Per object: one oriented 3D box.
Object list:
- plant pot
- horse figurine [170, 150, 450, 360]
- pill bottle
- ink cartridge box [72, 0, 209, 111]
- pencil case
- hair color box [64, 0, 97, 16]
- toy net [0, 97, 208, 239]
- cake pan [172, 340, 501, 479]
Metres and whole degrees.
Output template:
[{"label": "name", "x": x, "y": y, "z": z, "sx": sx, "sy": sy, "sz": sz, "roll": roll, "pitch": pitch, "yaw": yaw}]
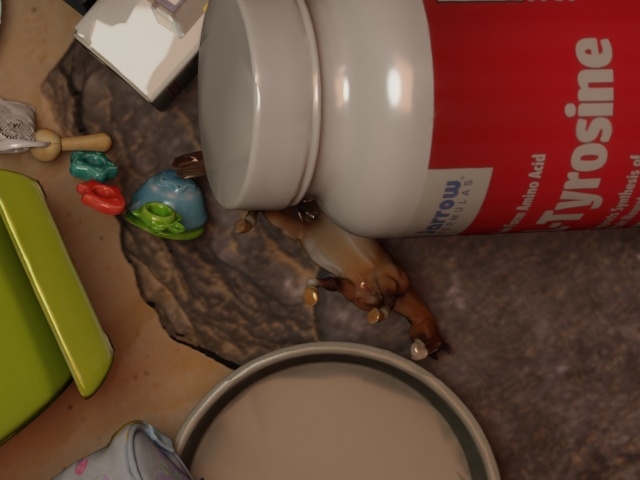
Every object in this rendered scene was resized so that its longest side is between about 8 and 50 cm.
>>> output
[{"label": "plant pot", "x": -0.291, "y": 0.066, "z": 1.622, "sx": 0.207, "sy": 0.227, "sz": 0.228, "roll": -24, "pitch": 89, "yaw": -7}, {"label": "horse figurine", "x": 0.000, "y": 0.000, "z": 1.664, "sx": 0.263, "sy": 0.174, "sz": 0.066, "roll": 44, "pitch": 108, "yaw": 13}, {"label": "pill bottle", "x": 0.120, "y": -0.118, "z": 1.567, "sx": 0.407, "sy": 0.229, "sz": 0.229, "roll": -3, "pitch": 90, "yaw": -17}, {"label": "ink cartridge box", "x": -0.100, "y": -0.215, "z": 1.652, "sx": 0.093, "sy": 0.154, "sz": 0.212, "roll": 43, "pitch": 89, "yaw": -1}, {"label": "pencil case", "x": -0.226, "y": 0.258, "z": 1.641, "sx": 0.273, "sy": 0.113, "sz": 0.124, "roll": -34, "pitch": 59, "yaw": 13}, {"label": "hair color box", "x": -0.171, "y": -0.288, "z": 1.541, "sx": 0.113, "sy": 0.374, "sz": 0.185, "roll": 39, "pitch": 89, "yaw": 0}, {"label": "toy net", "x": -0.209, "y": -0.055, "z": 1.675, "sx": 0.232, "sy": 0.122, "sz": 0.045, "roll": 22, "pitch": 119, "yaw": 8}, {"label": "cake pan", "x": 0.009, "y": 0.231, "z": 1.699, "sx": 0.293, "sy": 0.054, "sz": 0.293, "roll": 0, "pitch": 89, "yaw": 0}]
